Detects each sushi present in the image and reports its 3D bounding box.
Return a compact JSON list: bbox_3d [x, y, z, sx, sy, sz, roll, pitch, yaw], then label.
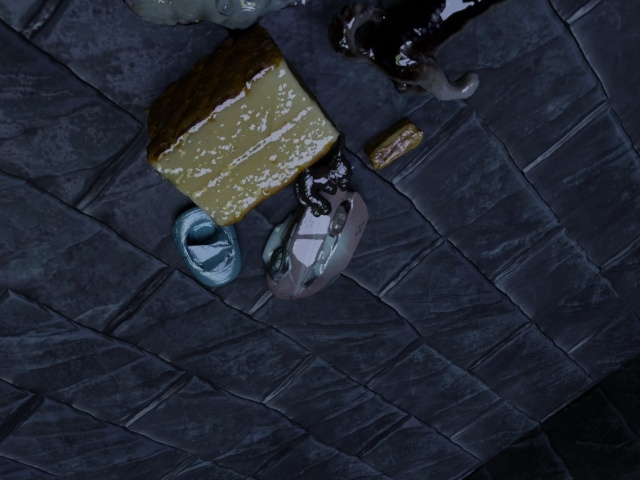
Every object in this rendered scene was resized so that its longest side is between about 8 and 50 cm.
[{"bbox_3d":[-0.152,-0.459,0.892,0.349,0.207,0.234,-10,162,4],"label":"sushi"}]

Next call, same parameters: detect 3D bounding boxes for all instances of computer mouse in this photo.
[{"bbox_3d":[0.001,0.005,1.309,0.200,0.115,0.389,17,119,-29],"label":"computer mouse"}]

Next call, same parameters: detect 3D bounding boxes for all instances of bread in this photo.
[{"bbox_3d":[0.159,-0.210,1.230,0.132,0.074,0.053,-36,115,8],"label":"bread"},{"bbox_3d":[-0.146,-0.214,1.017,0.279,0.279,0.207,-38,124,8],"label":"bread"}]

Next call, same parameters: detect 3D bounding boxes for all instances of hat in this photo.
[{"bbox_3d":[-0.252,0.005,1.261,0.138,0.078,0.190,-21,109,-12],"label":"hat"}]

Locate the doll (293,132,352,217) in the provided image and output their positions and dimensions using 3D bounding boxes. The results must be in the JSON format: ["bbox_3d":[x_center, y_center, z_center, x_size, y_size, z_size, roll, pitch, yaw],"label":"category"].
[{"bbox_3d":[0.005,-0.136,1.211,0.139,0.057,0.165,-15,101,-6],"label":"doll"}]

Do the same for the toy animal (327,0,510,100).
[{"bbox_3d":[0.193,-0.432,1.011,0.303,0.194,0.344,15,113,-31],"label":"toy animal"}]
